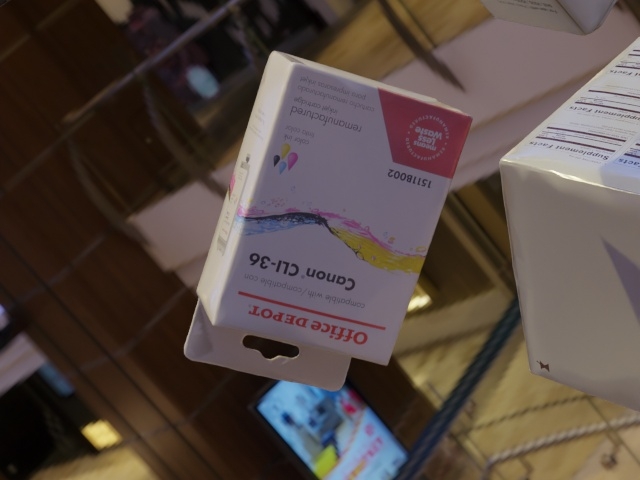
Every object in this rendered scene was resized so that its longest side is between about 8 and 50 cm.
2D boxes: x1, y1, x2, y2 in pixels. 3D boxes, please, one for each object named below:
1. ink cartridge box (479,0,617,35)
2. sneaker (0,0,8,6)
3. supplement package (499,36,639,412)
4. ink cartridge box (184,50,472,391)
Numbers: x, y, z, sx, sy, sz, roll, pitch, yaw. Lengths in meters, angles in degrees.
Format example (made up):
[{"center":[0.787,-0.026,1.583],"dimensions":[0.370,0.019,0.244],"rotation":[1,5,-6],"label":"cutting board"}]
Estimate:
[{"center":[0.109,-0.236,0.721],"dimensions":[0.087,0.208,0.153],"rotation":[25,79,52],"label":"ink cartridge box"},{"center":[-0.134,-0.112,0.391],"dimensions":[0.267,0.101,0.106],"rotation":[-23,34,50],"label":"sneaker"},{"center":[0.254,-0.013,0.919],"dimensions":[0.149,0.194,0.203],"rotation":[18,45,39],"label":"supplement package"},{"center":[0.000,0.000,0.770],"dimensions":[0.067,0.115,0.198],"rotation":[-132,58,-70],"label":"ink cartridge box"}]
